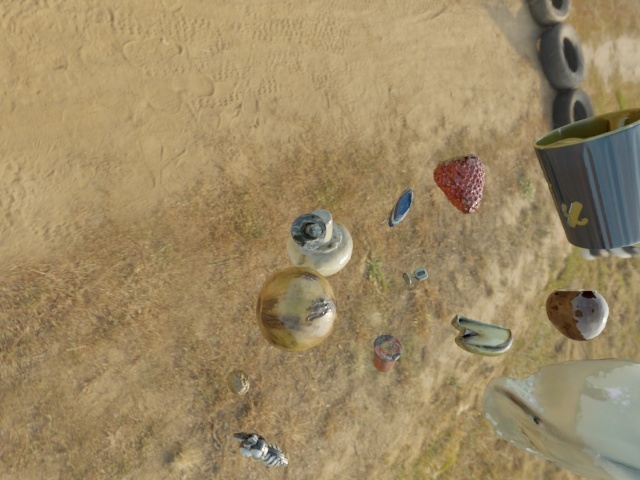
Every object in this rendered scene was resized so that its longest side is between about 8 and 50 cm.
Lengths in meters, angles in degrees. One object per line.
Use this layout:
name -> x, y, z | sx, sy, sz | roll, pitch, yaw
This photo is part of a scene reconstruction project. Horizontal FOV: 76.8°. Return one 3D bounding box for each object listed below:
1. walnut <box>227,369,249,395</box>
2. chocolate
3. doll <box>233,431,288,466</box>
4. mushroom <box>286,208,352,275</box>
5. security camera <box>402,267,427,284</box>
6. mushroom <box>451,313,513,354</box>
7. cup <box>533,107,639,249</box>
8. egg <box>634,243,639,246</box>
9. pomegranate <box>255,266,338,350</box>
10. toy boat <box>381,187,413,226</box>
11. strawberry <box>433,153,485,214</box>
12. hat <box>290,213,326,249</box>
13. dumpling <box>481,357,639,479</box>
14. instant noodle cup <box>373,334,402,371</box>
walnut -> -0.302, 0.519, 1.485 | 0.083, 0.096, 0.079 | -30, 152, 0
chocolate -> 0.795, 0.232, 1.253 | 0.177, 0.177, 0.176 | 4, 84, -39
doll -> -0.177, 0.632, 1.216 | 0.219, 0.091, 0.067 | 53, 40, -32
mushroom -> 0.000, 0.000, 1.850 | 0.315, 0.336, 0.314 | 0, 60, 0
security camera -> 0.385, 0.139, 1.624 | 0.092, 0.058, 0.058 | -22, 102, -10
mushroom -> 0.786, 0.518, 2.032 | 0.217, 0.292, 0.211 | -53, 164, -53
cup -> 0.376, -0.084, 0.560 | 0.176, 0.131, 0.155 | -79, 148, -75
egg -> 0.953, -0.088, 1.189 | 0.295, 0.219, 0.218 | 2, 85, -52
pomegranate -> -0.088, 0.240, 1.433 | 0.322, 0.322, 0.322 | 4, 84, -39
toy boat -> 0.353, -0.133, 1.898 | 0.067, 0.291, 0.220 | 31, 75, 0
strawberry -> 0.581, -0.226, 1.660 | 0.205, 0.205, 0.244 | -19, 97, -39
hat -> -0.026, -0.027, 1.181 | 0.121, 0.050, 0.121 | 4, 82, -29
dumpling -> 0.496, 0.354, 0.719 | 0.233, 0.395, 0.315 | -67, 155, -51
instant noodle cup -> 0.284, 0.502, 1.765 | 0.127, 0.127, 0.135 | -35, 145, -36
